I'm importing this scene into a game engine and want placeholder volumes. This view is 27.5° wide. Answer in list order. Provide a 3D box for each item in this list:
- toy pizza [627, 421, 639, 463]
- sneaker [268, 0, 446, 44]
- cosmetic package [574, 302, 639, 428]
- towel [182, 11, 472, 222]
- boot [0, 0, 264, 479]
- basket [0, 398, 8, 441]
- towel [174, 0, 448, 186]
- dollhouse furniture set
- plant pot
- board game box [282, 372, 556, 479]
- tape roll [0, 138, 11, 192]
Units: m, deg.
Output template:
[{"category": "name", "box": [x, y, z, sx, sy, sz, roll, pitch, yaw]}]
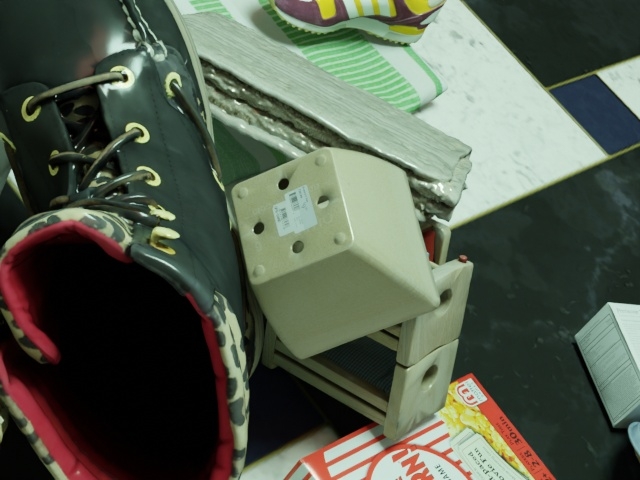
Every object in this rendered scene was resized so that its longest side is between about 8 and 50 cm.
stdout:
[{"category": "toy pizza", "box": [0.326, 0.219, 1.052, 0.201, 0.032, 0.201, 32, 14, -9]}, {"category": "sneaker", "box": [0.037, -0.242, 1.241, 0.185, 0.084, 0.069, 0, 53, -33]}, {"category": "cosmetic package", "box": [0.351, 0.118, 1.181, 0.239, 0.060, 0.099, 7, 50, -29]}, {"category": "towel", "box": [-0.007, -0.104, 1.060, 0.282, 0.049, 0.187, 29, 17, 4]}, {"category": "boot", "box": [-0.130, -0.030, 0.759, 0.138, 0.377, 0.284, -17, 15, 2]}, {"category": "basket", "box": [-0.341, 0.123, 0.691, 0.299, 0.223, 0.213, 16, 12, -21]}, {"category": "towel", "box": [-0.051, -0.184, 1.219, 0.325, 0.038, 0.248, -23, 67, -45]}, {"category": "dollhouse furniture set", "box": [0.069, 0.034, 0.987, 0.129, 0.129, 0.184, 27, 33, 31]}, {"category": "plant pot", "box": [0.000, 0.000, 0.848, 0.096, 0.109, 0.109, 38, 35, -57]}, {"category": "board game box", "box": [0.085, 0.193, 0.944, 0.193, 0.045, 0.147, -20, 64, -43]}, {"category": "tape roll", "box": [-0.350, -0.087, 0.879, 0.286, 0.100, 0.286, 18, 44, -18]}]
